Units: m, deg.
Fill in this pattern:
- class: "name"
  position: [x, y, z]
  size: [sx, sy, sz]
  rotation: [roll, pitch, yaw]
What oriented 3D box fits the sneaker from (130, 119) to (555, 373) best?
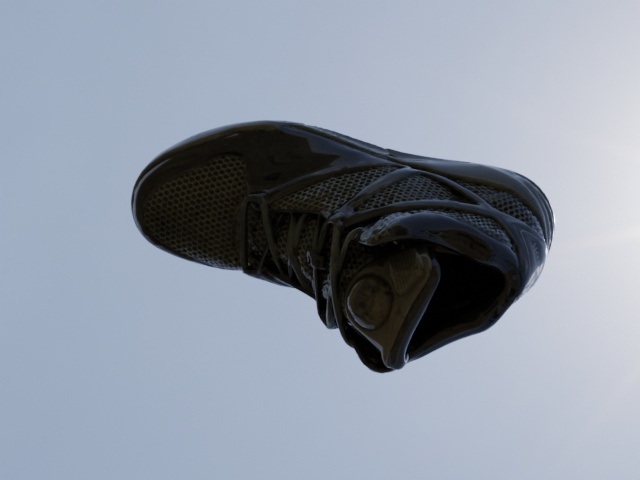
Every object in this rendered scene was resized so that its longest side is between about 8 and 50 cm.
- class: "sneaker"
  position: [0.000, 0.000, 0.833]
  size: [0.227, 0.130, 0.087]
  rotation: [11, -67, 11]
